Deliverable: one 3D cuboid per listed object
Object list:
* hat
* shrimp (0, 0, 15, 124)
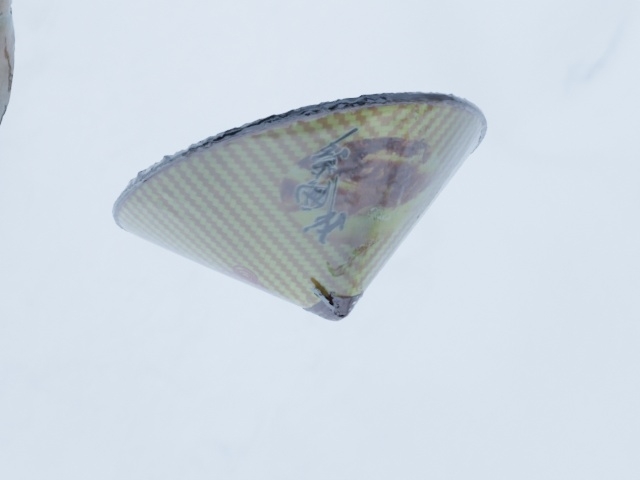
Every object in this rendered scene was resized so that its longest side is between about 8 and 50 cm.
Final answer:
[{"bbox_3d":[0.000,0.000,0.783,0.193,0.193,0.082,-10,75,-25],"label":"hat"},{"bbox_3d":[-0.201,-0.055,0.551,0.219,0.152,0.046,-31,30,-35],"label":"shrimp"}]
